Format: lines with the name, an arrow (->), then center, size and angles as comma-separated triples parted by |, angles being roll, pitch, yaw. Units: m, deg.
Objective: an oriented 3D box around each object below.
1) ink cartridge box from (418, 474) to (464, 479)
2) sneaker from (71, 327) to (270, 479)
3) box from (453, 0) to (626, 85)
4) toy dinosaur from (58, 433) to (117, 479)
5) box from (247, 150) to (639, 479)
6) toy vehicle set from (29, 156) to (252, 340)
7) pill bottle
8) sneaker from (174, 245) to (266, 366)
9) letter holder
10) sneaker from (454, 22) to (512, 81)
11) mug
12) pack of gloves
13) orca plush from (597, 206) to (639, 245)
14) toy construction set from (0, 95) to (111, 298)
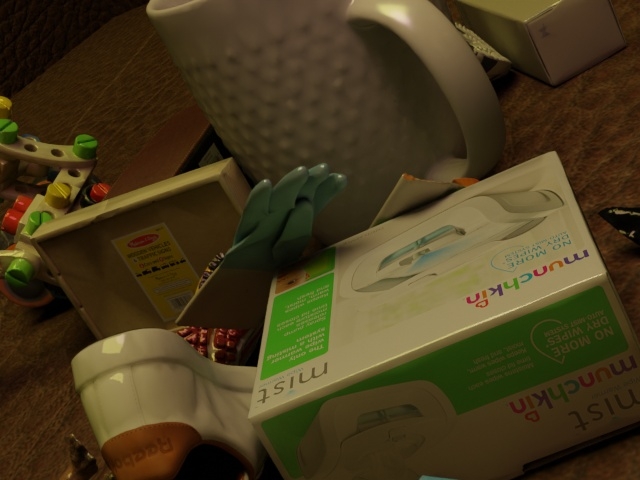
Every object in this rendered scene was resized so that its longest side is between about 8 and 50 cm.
ink cartridge box -> 0.071, 0.214, 0.616 | 0.092, 0.090, 0.143 | -4, 34, 47
sneaker -> -0.082, 0.155, 0.818 | 0.105, 0.123, 0.290 | -25, -23, 13
box -> 0.274, -0.286, 1.451 | 0.113, 0.094, 0.275 | -29, 22, 0
toy dinosaur -> -0.205, 0.262, 0.816 | 0.200, 0.127, 0.295 | -43, 20, -16
box -> 0.095, 0.074, 0.850 | 0.261, 0.127, 0.231 | -23, 21, 13
toy vehicle set -> -0.167, 0.023, 1.217 | 0.266, 0.166, 0.035 | -16, 25, 28
pill bottle -> -0.376, -0.002, 1.571 | 0.130, 0.130, 0.246 | -24, 23, 13
sneaker -> -0.105, 0.116, 1.071 | 0.088, 0.093, 0.225 | 26, 60, 12
letter holder -> -0.186, -0.040, 1.400 | 0.214, 0.152, 0.302 | -20, 23, 25
sneaker -> 0.138, -0.187, 1.401 | 0.153, 0.094, 0.235 | -57, -19, 24
mug -> 0.042, -0.156, 1.137 | 0.276, 0.328, 0.374 | -38, 24, -20
pack of gloves -> 0.000, 0.000, 0.978 | 0.232, 0.195, 0.046 | -55, 39, 44
orca plush -> 0.316, -0.130, 0.900 | 0.287, 0.102, 0.151 | -51, 23, 17
toy construction set -> -0.370, -0.029, 1.379 | 0.151, 0.215, 0.328 | 118, 171, -49
